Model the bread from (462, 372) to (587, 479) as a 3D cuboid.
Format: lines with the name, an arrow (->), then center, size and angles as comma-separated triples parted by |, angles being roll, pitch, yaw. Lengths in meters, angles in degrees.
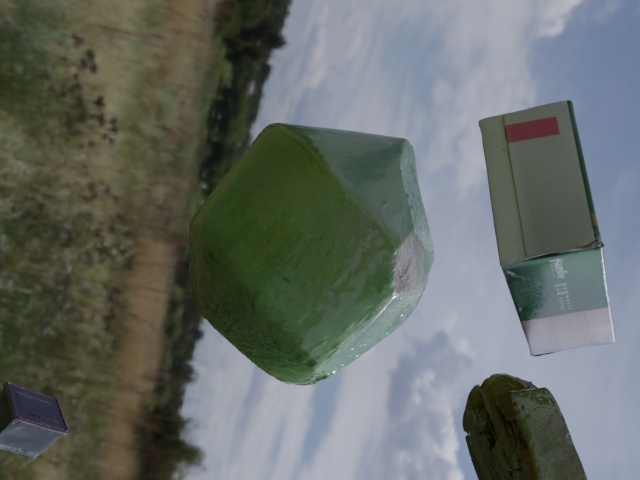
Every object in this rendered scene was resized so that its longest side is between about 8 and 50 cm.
bread -> 0.176, 0.192, 0.898 | 0.156, 0.064, 0.117 | 69, -21, 10

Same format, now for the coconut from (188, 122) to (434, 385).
coconut -> 0.000, 0.000, 1.248 | 0.328, 0.281, 0.328 | -47, -172, 8

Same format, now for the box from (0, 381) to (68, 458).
box -> -0.361, 0.220, 1.246 | 0.063, 0.085, 0.060 | -42, -130, 13

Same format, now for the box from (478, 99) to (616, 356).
box -> 0.190, -0.003, 0.852 | 0.199, 0.081, 0.135 | 59, 25, -59
